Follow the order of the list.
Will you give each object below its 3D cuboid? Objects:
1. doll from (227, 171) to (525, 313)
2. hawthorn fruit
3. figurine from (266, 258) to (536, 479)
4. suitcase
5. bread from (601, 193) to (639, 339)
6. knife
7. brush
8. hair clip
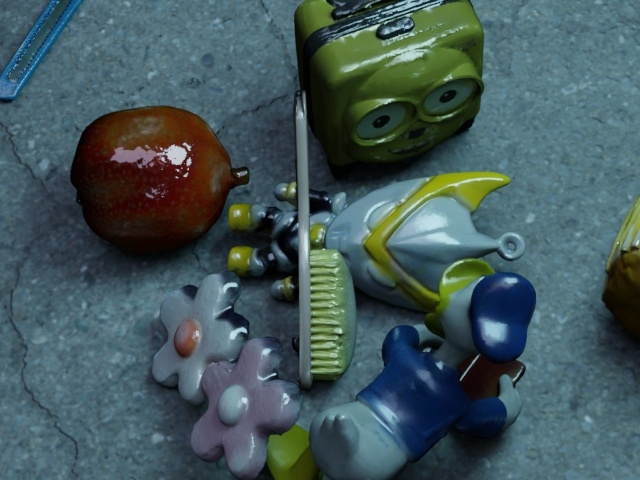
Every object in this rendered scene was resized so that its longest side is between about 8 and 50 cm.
[{"bbox_3d":[0.060,-0.002,1.819,0.316,0.103,0.145,1,66,10],"label":"doll"},{"bbox_3d":[-0.172,-0.073,1.836,0.188,0.169,0.169,-12,62,-2],"label":"hawthorn fruit"},{"bbox_3d":[0.124,0.149,1.657,0.283,0.338,0.204,-20,65,-47],"label":"figurine"},{"bbox_3d":[0.078,-0.176,1.831,0.194,0.235,0.143,-19,63,-7],"label":"suitcase"},{"bbox_3d":[0.431,0.055,1.710,0.288,0.204,0.156,23,61,9],"label":"bread"},{"bbox_3d":[-0.302,-0.282,2.025,0.044,0.026,0.296,27,66,3],"label":"knife"},{"bbox_3d":[0.001,0.000,1.757,0.067,0.072,0.312,-3,97,-4],"label":"brush"},{"bbox_3d":[-0.098,0.135,1.731,0.146,0.075,0.257,-48,36,12],"label":"hair clip"}]
